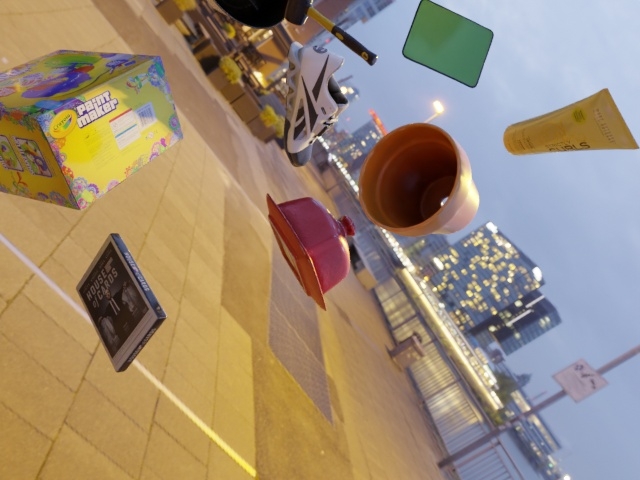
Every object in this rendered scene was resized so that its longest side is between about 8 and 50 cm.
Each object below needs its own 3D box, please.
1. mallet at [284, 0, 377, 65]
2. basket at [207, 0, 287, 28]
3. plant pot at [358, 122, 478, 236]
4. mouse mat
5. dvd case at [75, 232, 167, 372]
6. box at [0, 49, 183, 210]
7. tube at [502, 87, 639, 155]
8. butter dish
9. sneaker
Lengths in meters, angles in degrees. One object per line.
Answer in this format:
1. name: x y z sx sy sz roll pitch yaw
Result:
1. mallet: 0.019 -0.333 0.738 0.190 0.062 0.039 40 43 25
2. basket: -0.171 -0.533 0.993 0.204 0.154 0.227 42 5 -30
3. plant pot: 0.209 -0.095 0.938 0.188 0.205 0.205 19 33 -49
4. mouse mat: 0.286 -0.441 1.087 0.190 0.152 0.007 22 -8 -7
5. dvd case: -0.430 0.129 1.033 0.238 0.179 0.030 50 23 24
6. box: -0.478 -0.224 0.921 0.290 0.280 0.176 -55 148 -44
7. tube: 0.366 -0.168 0.737 0.070 0.062 0.240 13 3 -12
8. butter dish: 0.000 0.000 0.760 0.159 0.118 0.160 54 -12 38
9. sneaker: -0.009 -0.305 1.187 0.330 0.147 0.122 96 8 -49
